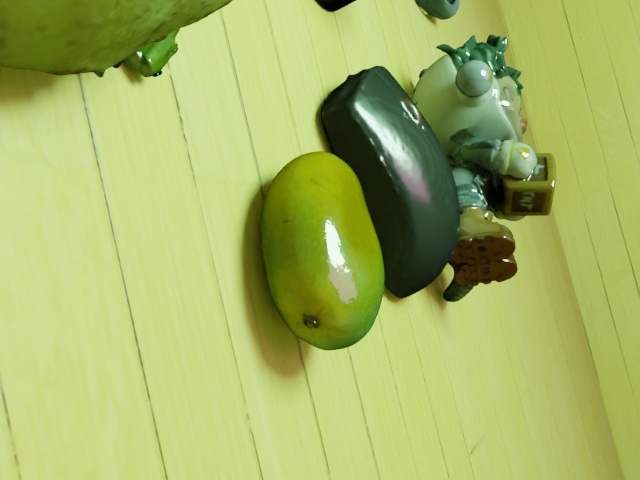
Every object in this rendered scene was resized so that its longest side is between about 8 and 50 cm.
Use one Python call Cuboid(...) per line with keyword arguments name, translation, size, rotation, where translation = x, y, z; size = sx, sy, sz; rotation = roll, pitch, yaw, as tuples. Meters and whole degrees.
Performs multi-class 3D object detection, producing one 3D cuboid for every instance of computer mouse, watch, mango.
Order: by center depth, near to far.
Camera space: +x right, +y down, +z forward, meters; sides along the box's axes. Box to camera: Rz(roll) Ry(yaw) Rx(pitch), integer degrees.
Cuboid(name="mango", translation=(-0.002, 0.000, 0.601), size=(0.122, 0.085, 0.191), rotation=(32, 38, -43))
Cuboid(name="computer mouse", translation=(0.099, -0.069, 0.832), size=(0.269, 0.100, 0.170), rotation=(67, 23, -16))
Cuboid(name="watch", translation=(0.207, -0.535, 1.385), size=(0.193, 0.068, 0.206), rotation=(35, 48, -56))

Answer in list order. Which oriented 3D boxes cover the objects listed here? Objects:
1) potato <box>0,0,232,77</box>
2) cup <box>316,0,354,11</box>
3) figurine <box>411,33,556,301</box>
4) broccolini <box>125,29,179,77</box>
Cuboid(name="potato", translation=(-0.092, -0.258, 0.345), size=(0.280, 0.213, 0.330), rotation=(13, 65, -51))
Cuboid(name="cup", translation=(0.062, -0.413, 0.860), size=(0.166, 0.177, 0.239), rotation=(41, 41, -50))
Cuboid(name="figurine", translation=(0.225, -0.129, 1.021), size=(0.261, 0.186, 0.382), rotation=(86, 3, -54))
Cuboid(name="broccolini", translation=(-0.127, -0.244, 0.513), size=(0.123, 0.062, 0.271), rotation=(24, 57, -47))
